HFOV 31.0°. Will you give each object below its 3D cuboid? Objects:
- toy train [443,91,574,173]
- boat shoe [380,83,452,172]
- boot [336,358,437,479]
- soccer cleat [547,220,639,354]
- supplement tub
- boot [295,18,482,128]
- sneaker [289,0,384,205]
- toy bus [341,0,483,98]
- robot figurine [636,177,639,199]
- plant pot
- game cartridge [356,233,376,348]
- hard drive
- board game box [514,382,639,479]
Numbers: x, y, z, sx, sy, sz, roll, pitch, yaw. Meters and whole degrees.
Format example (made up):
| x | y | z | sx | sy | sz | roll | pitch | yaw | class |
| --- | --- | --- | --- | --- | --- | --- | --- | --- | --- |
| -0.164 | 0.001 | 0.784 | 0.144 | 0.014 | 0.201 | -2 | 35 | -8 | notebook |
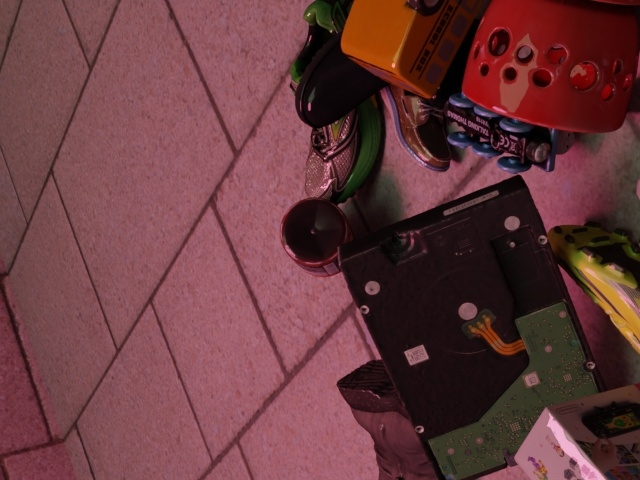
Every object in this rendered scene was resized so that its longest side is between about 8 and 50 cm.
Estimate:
| x | y | z | sx | sy | sz | roll | pitch | yaw | class |
| --- | --- | --- | --- | --- | --- | --- | --- | --- | --- |
| 0.236 | -0.145 | 1.444 | 0.184 | 0.105 | 0.080 | 35 | 134 | 48 | toy train |
| 0.138 | -0.179 | 1.619 | 0.183 | 0.066 | 0.066 | 63 | 142 | 25 | boat shoe |
| 0.169 | 0.295 | 1.641 | 0.338 | 0.118 | 0.222 | 8 | 123 | 63 | boot |
| 0.358 | 0.073 | 1.328 | 0.289 | 0.093 | 0.121 | 40 | 136 | 45 | soccer cleat |
| 0.000 | 0.000 | 1.776 | 0.198 | 0.106 | 0.106 | 55 | -160 | -80 | supplement tub |
| 0.098 | -0.226 | 1.565 | 0.246 | 0.094 | 0.207 | -49 | 43 | 0 | boot |
| 0.008 | -0.212 | 1.736 | 0.134 | 0.146 | 0.343 | 34 | 126 | 48 | sneaker |
| 0.152 | -0.355 | 1.423 | 0.108 | 0.130 | 0.332 | 30 | 94 | 41 | toy bus |
| 0.451 | -0.107 | 1.042 | 0.300 | 0.200 | 0.353 | 52 | 141 | 7 | robot figurine |
| 0.268 | -0.228 | 1.300 | 0.191 | 0.191 | 0.174 | 37 | 124 | 47 | plant pot |
| 0.159 | 0.078 | 1.667 | 0.297 | 0.062 | 0.198 | -6 | 97 | 57 | game cartridge |
| 0.191 | 0.115 | 1.378 | 0.064 | 0.237 | 0.338 | -90 | -24 | -69 | hard drive |
| 0.387 | 0.293 | 1.218 | 0.303 | 0.224 | 0.097 | 52 | 135 | 36 | board game box |
